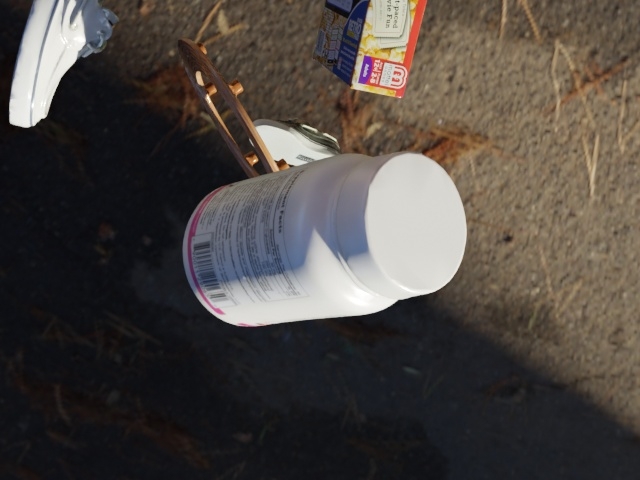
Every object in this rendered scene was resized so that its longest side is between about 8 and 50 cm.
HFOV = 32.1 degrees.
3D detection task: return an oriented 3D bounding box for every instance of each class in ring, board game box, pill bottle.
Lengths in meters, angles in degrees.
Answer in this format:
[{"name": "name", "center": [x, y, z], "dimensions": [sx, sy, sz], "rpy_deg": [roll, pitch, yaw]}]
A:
[{"name": "ring", "center": [-0.128, -0.182, 1.783], "dimensions": [0.032, 0.336, 0.337], "rpy_deg": [-32, 120, -8]}, {"name": "board game box", "center": [0.047, -0.219, 0.853], "dimensions": [0.045, 0.147, 0.194], "rpy_deg": [9, 106, -15]}, {"name": "pill bottle", "center": [0.000, 0.000, 1.128], "dimensions": [0.283, 0.160, 0.160], "rpy_deg": [-10, 126, 49]}]

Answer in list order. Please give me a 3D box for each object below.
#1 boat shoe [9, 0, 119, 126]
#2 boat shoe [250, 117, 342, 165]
[{"name": "boat shoe", "center": [-0.249, -0.233, 1.141], "dimensions": [0.084, 0.095, 0.258], "rpy_deg": [18, 96, -11]}, {"name": "boat shoe", "center": [-0.048, -0.187, 2.067], "dimensions": [0.077, 0.070, 0.219], "rpy_deg": [-31, 142, 35]}]
